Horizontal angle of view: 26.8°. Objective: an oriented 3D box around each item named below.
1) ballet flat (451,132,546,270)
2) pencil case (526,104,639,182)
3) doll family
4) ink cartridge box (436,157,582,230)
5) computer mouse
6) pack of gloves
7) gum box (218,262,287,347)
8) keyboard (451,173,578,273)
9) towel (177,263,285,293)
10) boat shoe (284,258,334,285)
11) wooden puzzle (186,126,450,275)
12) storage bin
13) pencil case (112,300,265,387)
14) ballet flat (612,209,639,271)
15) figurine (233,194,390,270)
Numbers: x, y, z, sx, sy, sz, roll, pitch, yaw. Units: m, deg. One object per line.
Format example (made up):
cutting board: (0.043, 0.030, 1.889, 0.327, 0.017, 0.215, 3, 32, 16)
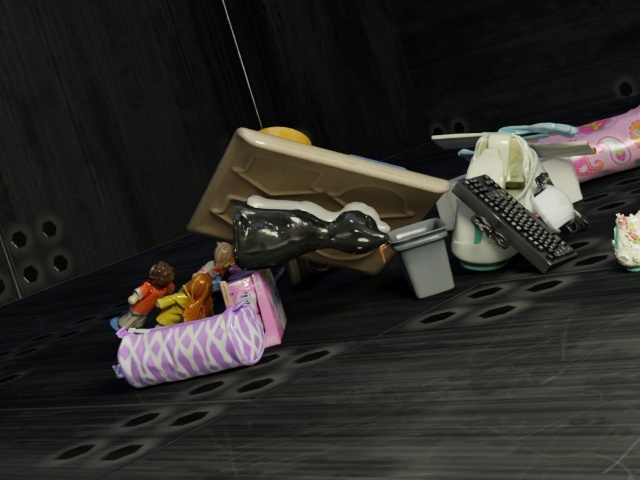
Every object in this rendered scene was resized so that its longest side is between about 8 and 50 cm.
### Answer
ballet flat: (0.274, -0.092, 2.046, 0.139, 0.139, 0.400, -14, 20, 21)
pencil case: (0.490, -0.159, 2.491, 0.284, 0.124, 0.124, -15, 7, 7)
doll family: (-0.186, 0.088, 2.070, 0.163, 0.118, 0.263, -51, -15, 28)
ink cartridge box: (0.325, -0.084, 2.361, 0.158, 0.092, 0.218, -21, 6, -28)
computer mouse: (0.344, -0.051, 1.932, 0.042, 0.106, 0.193, -37, -3, 15)
pack of gloves: (0.321, -0.174, 2.207, 0.232, 0.046, 0.195, -4, -12, 22)
gum box: (-0.096, 0.089, 1.926, 0.062, 0.107, 0.188, -17, 7, 3)
keyboard: (0.258, -0.025, 1.825, 0.108, 0.180, 0.023, -21, -36, -40)
towel: (-0.159, 0.067, 2.538, 0.187, 0.049, 0.282, -17, 7, 10)
boat shoe: (0.000, 0.000, 2.396, 0.123, 0.123, 0.342, -17, 0, 9)
wooden puzzle: (-0.010, -0.068, 2.036, 0.322, 0.081, 0.348, 14, -27, -14)
storage bin: (0.140, 0.029, 1.902, 0.098, 0.091, 0.135, -17, 6, -1)
pencil case: (-0.176, 0.140, 1.801, 0.206, 0.088, 0.086, -13, 10, 24)
ballet flat: (0.462, -0.032, 1.652, 0.241, 0.077, 0.091, -19, 6, -23)
figurine: (-0.005, -0.014, 1.888, 0.209, 0.092, 0.215, 0, 7, 5)
